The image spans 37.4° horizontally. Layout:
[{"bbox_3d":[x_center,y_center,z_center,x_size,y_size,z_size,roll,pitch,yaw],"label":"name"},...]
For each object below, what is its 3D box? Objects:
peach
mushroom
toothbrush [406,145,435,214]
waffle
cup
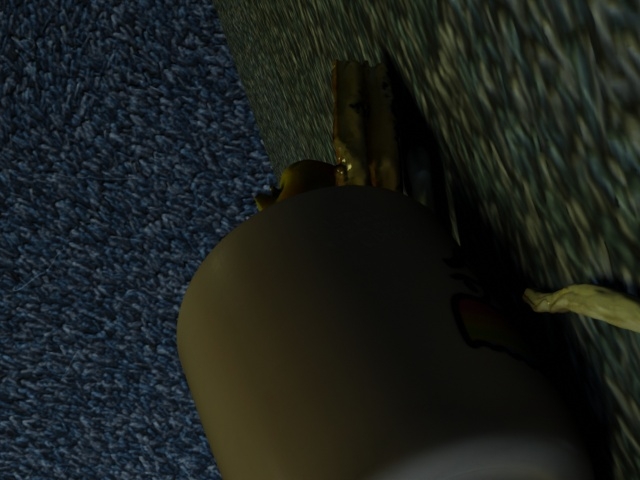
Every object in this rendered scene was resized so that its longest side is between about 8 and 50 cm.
[{"bbox_3d":[0.005,-0.001,0.879,0.151,0.119,0.151,11,-90,-71],"label":"peach"},{"bbox_3d":[0.114,0.027,0.323,0.286,0.026,0.028,121,144,-86],"label":"mushroom"},{"bbox_3d":[0.101,0.100,0.723,0.042,0.040,0.417,-90,-8,-49],"label":"toothbrush"},{"bbox_3d":[0.036,-0.039,0.641,0.148,0.043,0.102,77,-171,-50],"label":"waffle"},{"bbox_3d":[0.054,0.115,0.547,0.253,0.191,0.200,36,-165,-37],"label":"cup"}]
